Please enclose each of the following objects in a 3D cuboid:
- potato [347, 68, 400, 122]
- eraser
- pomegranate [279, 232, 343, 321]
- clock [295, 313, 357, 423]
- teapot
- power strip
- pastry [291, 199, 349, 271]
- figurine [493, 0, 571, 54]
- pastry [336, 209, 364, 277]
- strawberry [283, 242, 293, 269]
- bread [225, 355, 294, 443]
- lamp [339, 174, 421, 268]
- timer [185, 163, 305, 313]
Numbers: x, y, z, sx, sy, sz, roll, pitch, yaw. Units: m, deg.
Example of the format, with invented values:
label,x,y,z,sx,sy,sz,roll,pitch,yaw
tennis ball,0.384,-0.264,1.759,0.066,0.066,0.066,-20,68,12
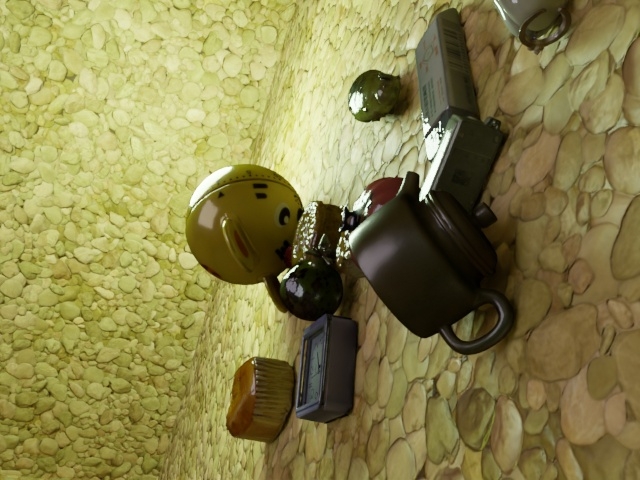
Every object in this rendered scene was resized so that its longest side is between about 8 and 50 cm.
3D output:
label,x,y,z,sx,sy,sz,roll,pitch,yaw
potato,0.116,-0.312,1.402,0.225,0.090,0.117,-141,62,-75
eraser,0.212,-0.274,1.113,0.089,0.061,0.352,126,153,-49
pomegranate,-0.007,0.092,1.366,0.169,0.148,0.149,-54,26,33
clock,0.011,0.260,1.310,0.144,0.073,0.194,134,146,-58
teapot,0.163,0.022,0.866,0.175,0.185,0.268,-39,63,17
power strip,0.190,-0.062,0.976,0.052,0.078,0.272,-103,30,-68
pastry,0.000,0.000,1.503,0.188,0.103,0.189,-166,90,-74
figurine,0.279,-0.331,0.869,0.132,0.132,0.154,127,139,-53
pastry,0.083,0.000,1.275,0.153,0.081,0.153,-165,90,-82
strawberry,-0.050,0.055,1.679,0.096,0.083,0.083,52,134,28
bread,-0.160,0.405,1.653,0.250,0.133,0.179,121,153,-46
lamp,0.108,-0.023,1.109,0.182,0.140,0.182,-169,90,-70
timer,-0.190,-0.014,1.782,0.376,0.376,0.387,-63,36,38
